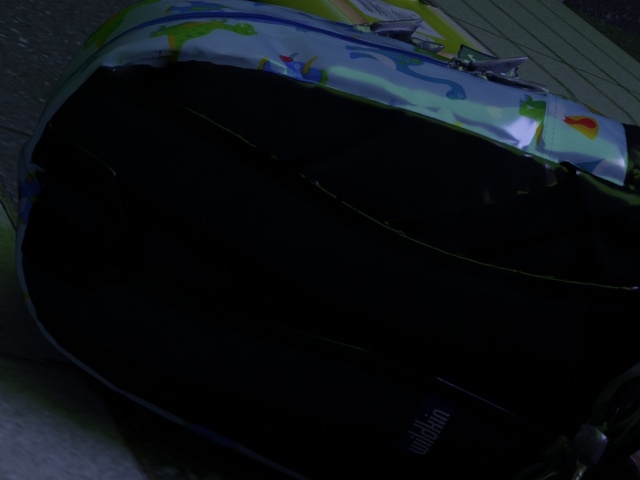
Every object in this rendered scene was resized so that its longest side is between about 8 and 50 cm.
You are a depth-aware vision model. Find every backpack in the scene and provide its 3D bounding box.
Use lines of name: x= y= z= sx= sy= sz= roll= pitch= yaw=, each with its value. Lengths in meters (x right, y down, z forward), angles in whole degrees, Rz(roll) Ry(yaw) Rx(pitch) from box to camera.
backpack: x=0.000 y=0.000 z=0.910 sx=0.356 sy=0.290 sz=0.273 roll=12 pitch=30 yaw=-15

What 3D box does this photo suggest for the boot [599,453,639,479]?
boot: x=0.244 y=0.168 z=1.131 sx=0.106 sy=0.037 sz=0.114 roll=48 pitch=29 yaw=16

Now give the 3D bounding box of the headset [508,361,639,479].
headset: x=0.244 y=0.240 z=0.739 sx=0.394 sy=0.185 sz=0.243 roll=41 pitch=21 yaw=4

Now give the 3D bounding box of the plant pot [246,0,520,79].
plant pot: x=0.015 y=-0.089 z=1.220 sx=0.228 sy=0.207 sz=0.227 roll=11 pitch=26 yaw=-36
